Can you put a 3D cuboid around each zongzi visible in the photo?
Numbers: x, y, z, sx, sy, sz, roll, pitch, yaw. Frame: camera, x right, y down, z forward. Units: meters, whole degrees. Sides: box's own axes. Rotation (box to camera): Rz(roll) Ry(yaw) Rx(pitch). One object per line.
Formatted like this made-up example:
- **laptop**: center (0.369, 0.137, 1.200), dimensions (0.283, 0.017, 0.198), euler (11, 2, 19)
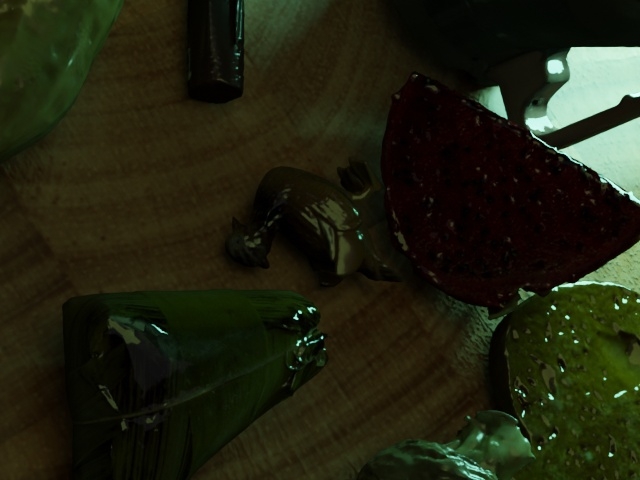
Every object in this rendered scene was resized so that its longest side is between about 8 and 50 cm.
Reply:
- **zongzi**: center (-0.120, 0.198, 1.598), dimensions (0.274, 0.145, 0.300), euler (0, 86, -31)

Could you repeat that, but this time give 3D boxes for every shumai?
- **shumai**: center (0.142, 0.270, 1.686), dimensions (0.209, 0.161, 0.153), euler (20, 38, 5)

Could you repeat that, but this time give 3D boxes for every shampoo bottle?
- **shampoo bottle**: center (-0.116, -0.269, 1.818), dimensions (0.067, 0.068, 0.236), euler (9, 68, -23)

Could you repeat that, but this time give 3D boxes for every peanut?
- **peanut**: center (-0.321, -0.208, 1.627), dimensions (0.192, 0.169, 0.387), euler (36, 58, -23)

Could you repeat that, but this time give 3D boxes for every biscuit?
- **biscuit**: center (0.320, 0.227, 1.824), dimensions (0.314, 0.063, 0.367), euler (-15, 76, -26)

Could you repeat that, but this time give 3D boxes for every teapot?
- **teapot**: center (0.275, -0.302, 1.851), dimensions (0.306, 0.362, 0.376), euler (-14, 87, -34)

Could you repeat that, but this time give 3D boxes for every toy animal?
- **toy animal**: center (0.000, 0.000, 1.755), dimensions (0.179, 0.089, 0.188), euler (-42, 90, -22)

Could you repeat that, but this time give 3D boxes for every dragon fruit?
- **dragon fruit**: center (0.195, -0.030, 1.833), dimensions (0.317, 0.152, 0.205), euler (33, 96, 9)
